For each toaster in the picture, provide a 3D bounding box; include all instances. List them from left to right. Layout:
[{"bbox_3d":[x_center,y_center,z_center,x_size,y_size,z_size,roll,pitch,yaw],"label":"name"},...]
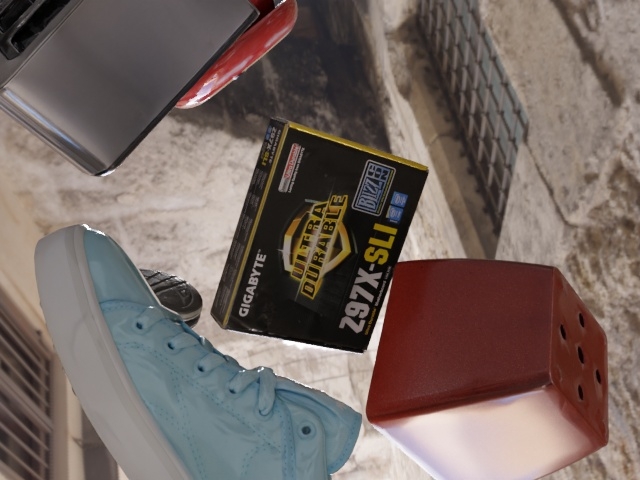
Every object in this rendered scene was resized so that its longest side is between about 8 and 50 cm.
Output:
[{"bbox_3d":[-0.163,-0.149,0.523,0.186,0.110,0.168,-47,-128,1],"label":"toaster"}]

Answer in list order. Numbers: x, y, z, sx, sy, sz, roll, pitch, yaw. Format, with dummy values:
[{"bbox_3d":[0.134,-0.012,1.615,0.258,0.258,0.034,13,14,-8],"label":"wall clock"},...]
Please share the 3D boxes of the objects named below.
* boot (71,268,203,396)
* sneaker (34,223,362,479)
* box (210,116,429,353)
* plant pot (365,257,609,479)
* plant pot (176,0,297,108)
[{"bbox_3d":[-0.241,0.129,0.982,0.236,0.179,0.085,11,-160,32],"label":"boot"},{"bbox_3d":[-0.056,0.128,0.542,0.150,0.135,0.366,-31,-92,-6],"label":"sneaker"},{"bbox_3d":[0.000,0.000,1.197,0.257,0.322,0.079,14,-171,-29],"label":"box"},{"bbox_3d":[0.252,0.177,1.075,0.235,0.267,0.267,-19,-140,36],"label":"plant pot"},{"bbox_3d":[-0.135,-0.240,0.780,0.191,0.174,0.191,-34,-164,11],"label":"plant pot"}]
